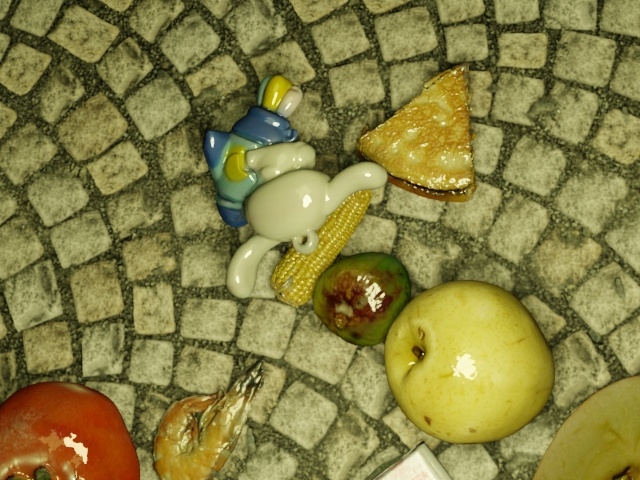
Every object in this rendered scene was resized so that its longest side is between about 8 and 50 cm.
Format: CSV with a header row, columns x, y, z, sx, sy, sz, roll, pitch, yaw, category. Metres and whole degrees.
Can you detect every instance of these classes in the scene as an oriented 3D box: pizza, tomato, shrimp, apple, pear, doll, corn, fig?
x,y,z,sx,sy,sz,roll,pitch,yaw,category
0.197,-0.220,2.011,0.251,0.074,0.287,2,79,8,pizza
-0.495,0.437,1.889,0.341,0.273,0.341,2,109,6,tomato
-0.224,0.355,1.970,0.164,0.062,0.317,34,88,15,shrimp
0.544,0.437,1.718,0.295,0.329,0.365,47,110,3,apple
0.276,0.224,1.805,0.309,0.309,0.309,-1,79,8,pear
-0.093,-0.124,1.958,0.376,0.187,0.365,-30,67,-1,doll
0.000,0.000,1.986,0.106,0.106,0.293,31,83,12,corn
0.089,0.105,1.923,0.191,0.181,0.181,-34,75,-29,fig

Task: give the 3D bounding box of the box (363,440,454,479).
x,y,z,sx,sy,sz,roll,pitch,yaw,category
0.229,0.570,1.845,0.190,0.112,0.369,-37,75,0,box
